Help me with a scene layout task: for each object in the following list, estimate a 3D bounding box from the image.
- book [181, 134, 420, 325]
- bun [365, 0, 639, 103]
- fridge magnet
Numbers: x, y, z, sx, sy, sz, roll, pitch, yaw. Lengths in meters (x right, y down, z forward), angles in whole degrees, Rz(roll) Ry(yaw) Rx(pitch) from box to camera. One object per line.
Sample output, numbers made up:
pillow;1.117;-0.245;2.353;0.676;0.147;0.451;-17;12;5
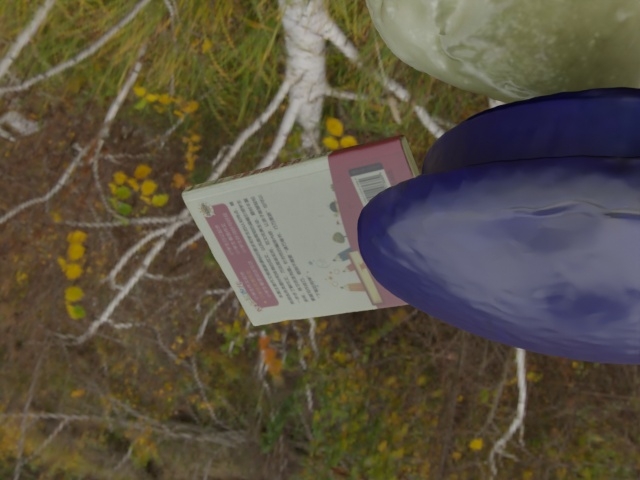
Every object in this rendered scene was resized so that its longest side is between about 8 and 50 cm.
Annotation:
book;0.000;0.000;0.761;0.232;0.022;0.162;-10;118;31
bun;0.174;-0.254;0.536;0.349;0.353;0.227;51;156;28
fridge magnet;0.152;0.005;0.446;0.266;0.112;0.265;7;164;2
